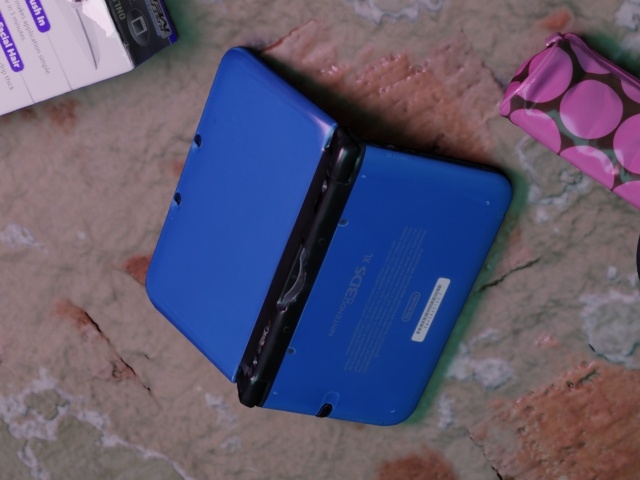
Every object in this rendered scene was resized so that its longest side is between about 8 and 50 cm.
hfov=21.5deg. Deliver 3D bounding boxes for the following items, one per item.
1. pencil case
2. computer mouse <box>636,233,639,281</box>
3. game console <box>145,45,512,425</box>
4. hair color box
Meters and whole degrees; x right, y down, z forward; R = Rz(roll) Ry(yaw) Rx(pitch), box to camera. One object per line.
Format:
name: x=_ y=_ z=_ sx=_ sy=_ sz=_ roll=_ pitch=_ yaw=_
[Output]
pencil case: x=0.256 y=-0.092 z=1.405 sx=0.209 sy=0.095 sz=0.098 roll=32 pitch=117 yaw=6
computer mouse: x=0.364 y=-0.042 z=1.320 sx=0.272 sy=0.072 sz=0.188 roll=-43 pitch=99 yaw=-6
game console: x=0.000 y=0.000 z=1.573 sx=0.250 sy=0.173 sz=0.293 roll=11 pitch=121 yaw=-20
hair color box: x=-0.323 y=-0.207 z=1.552 sx=0.339 sy=0.110 sz=0.185 roll=-15 pitch=104 yaw=26
